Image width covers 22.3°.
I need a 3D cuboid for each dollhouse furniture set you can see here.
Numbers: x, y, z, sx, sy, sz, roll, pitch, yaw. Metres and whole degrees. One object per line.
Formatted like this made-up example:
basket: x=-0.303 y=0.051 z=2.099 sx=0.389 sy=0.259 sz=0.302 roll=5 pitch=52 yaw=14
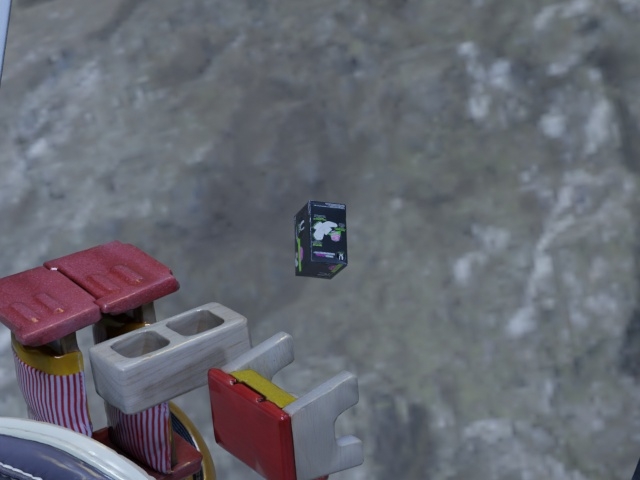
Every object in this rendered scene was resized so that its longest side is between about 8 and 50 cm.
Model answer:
dollhouse furniture set: x=-0.129 y=0.157 z=1.304 sx=0.152 sy=0.374 sz=0.201 roll=-21 pitch=118 yaw=-29

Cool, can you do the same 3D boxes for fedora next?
fedora: x=-0.220 y=0.294 z=2.146 sx=0.194 sy=0.079 sz=0.194 roll=44 pitch=26 yaw=-28

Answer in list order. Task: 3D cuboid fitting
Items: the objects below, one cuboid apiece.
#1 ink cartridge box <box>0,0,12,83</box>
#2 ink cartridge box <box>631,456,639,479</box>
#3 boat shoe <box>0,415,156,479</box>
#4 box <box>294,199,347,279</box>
ink cartridge box: x=-0.519 y=-0.290 z=1.868 sx=0.330 sy=0.071 sz=0.324 roll=11 pitch=82 yaw=-30
ink cartridge box: x=0.404 y=0.226 z=1.290 sx=0.371 sy=0.176 sz=0.069 roll=20 pitch=92 yaw=-51
boat shoe: x=-0.130 y=0.203 z=1.001 sx=0.092 sy=0.285 sz=0.103 roll=-47 pitch=160 yaw=-50
box: x=0.000 y=0.000 z=2.056 sx=0.052 sy=0.062 sz=0.083 roll=7 pitch=67 yaw=-20
